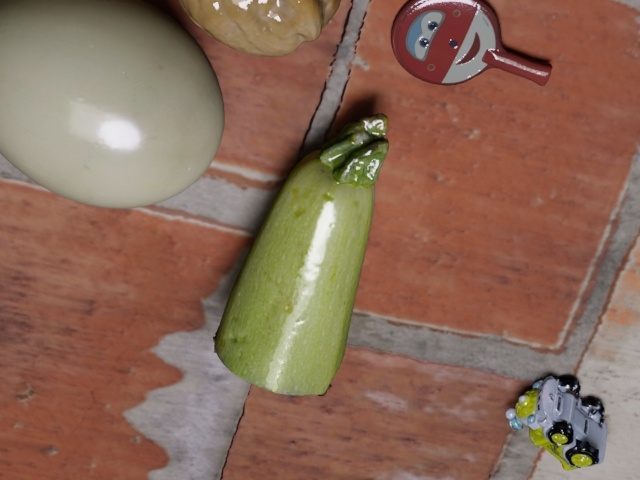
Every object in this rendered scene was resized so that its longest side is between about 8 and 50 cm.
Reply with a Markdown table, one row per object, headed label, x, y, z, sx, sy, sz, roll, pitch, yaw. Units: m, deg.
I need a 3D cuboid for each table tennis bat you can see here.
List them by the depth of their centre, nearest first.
| label | x | y | z | sx | sy | sz | roll | pitch | yaw |
| --- | --- | --- | --- | --- | --- | --- | --- | --- | --- |
| table tennis bat | 0.139 | -0.177 | 1.624 | 0.154 | 0.019 | 0.098 | 19 | 123 | -12 |

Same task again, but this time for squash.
| label | x | y | z | sx | sy | sz | roll | pitch | yaw |
| --- | --- | --- | --- | --- | --- | --- | --- | --- | --- |
| squash | -0.007 | -0.006 | 1.702 | 0.137 | 0.137 | 0.287 | 13 | 111 | -11 |

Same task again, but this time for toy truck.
| label | x | y | z | sx | sy | sz | roll | pitch | yaw |
| --- | --- | --- | --- | --- | --- | --- | --- | --- | --- |
| toy truck | 0.247 | 0.195 | 1.870 | 0.077 | 0.076 | 0.111 | -26 | 125 | 40 |

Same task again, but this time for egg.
| label | x | y | z | sx | sy | sz | roll | pitch | yaw |
| --- | --- | --- | --- | --- | --- | --- | --- | --- | --- |
| egg | -0.199 | -0.129 | 1.541 | 0.241 | 0.186 | 0.186 | 31 | 120 | -11 |

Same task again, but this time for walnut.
| label | x | y | z | sx | sy | sz | roll | pitch | yaw |
| --- | --- | --- | --- | --- | --- | --- | --- | --- | --- |
| walnut | -0.050 | -0.234 | 1.498 | 0.166 | 0.149 | 0.166 | -19 | 131 | -22 |
